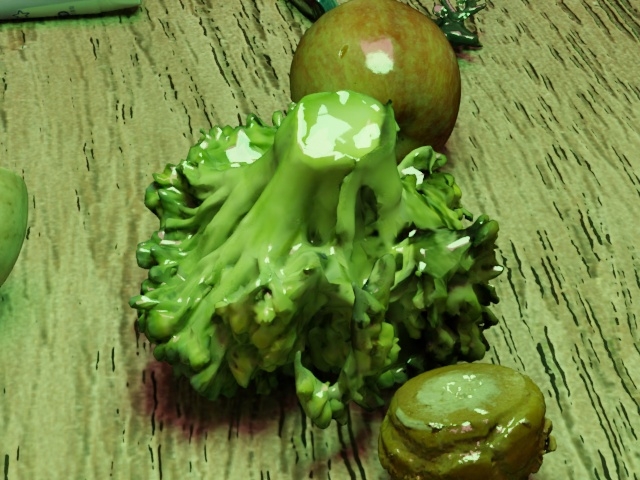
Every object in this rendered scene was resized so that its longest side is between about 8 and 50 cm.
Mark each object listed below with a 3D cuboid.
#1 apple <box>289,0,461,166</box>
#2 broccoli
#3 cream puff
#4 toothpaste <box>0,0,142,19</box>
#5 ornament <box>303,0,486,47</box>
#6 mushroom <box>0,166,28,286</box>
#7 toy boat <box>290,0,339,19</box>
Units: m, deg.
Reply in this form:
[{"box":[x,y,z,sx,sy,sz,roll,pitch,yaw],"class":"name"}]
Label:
[{"box":[0.062,-0.166,1.550,0.188,0.188,0.174,-4,46,-8],"class":"apple"},{"box":[-0.003,0.015,1.276,0.334,0.272,0.324,8,75,-2],"class":"broccoli"},{"box":[0.117,0.164,1.158,0.144,0.103,0.126,-13,25,-20],"class":"cream puff"},{"box":[-0.423,-0.328,1.855,0.371,0.080,0.125,-5,36,-1],"class":"toothpaste"},{"box":[0.106,-0.266,1.785,0.202,0.080,0.236,19,41,18],"class":"ornament"},{"box":[-0.407,0.008,1.317,0.254,0.195,0.189,14,70,7],"class":"mushroom"},{"box":[-0.011,-0.339,1.892,0.061,0.060,0.137,-31,37,-10],"class":"toy boat"}]
